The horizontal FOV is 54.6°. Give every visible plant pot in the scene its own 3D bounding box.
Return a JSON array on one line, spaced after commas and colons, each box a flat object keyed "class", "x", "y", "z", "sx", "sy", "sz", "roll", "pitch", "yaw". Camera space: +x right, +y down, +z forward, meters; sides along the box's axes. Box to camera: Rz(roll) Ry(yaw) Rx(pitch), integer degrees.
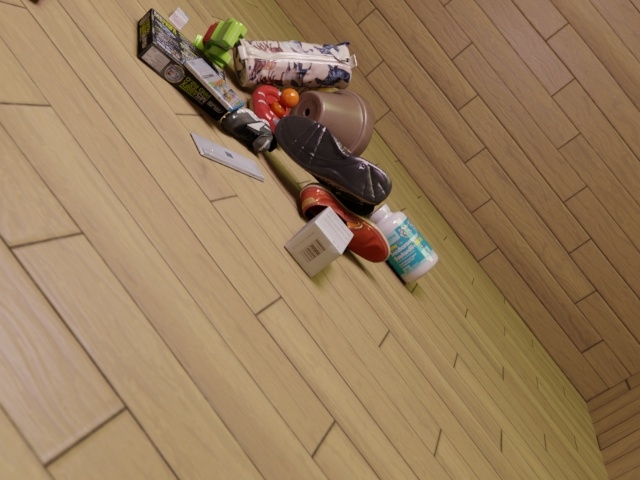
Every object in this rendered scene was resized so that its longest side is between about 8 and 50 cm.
[{"class": "plant pot", "x": 0.019, "y": -0.414, "z": 2.162, "sx": 0.229, "sy": 0.263, "sz": 0.263, "roll": 8, "pitch": 46, "yaw": -51}]

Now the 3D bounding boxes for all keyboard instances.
[{"class": "keyboard", "x": -0.227, "y": -0.206, "z": 1.561, "sx": 0.072, "sy": 0.014, "sz": 0.256, "roll": 55, "pitch": 18, "yaw": 26}]

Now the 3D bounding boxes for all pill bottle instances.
[{"class": "pill bottle", "x": 0.268, "y": 0.005, "z": 2.108, "sx": 0.264, "sy": 0.146, "sz": 0.146, "roll": 50, "pitch": 19, "yaw": -2}]

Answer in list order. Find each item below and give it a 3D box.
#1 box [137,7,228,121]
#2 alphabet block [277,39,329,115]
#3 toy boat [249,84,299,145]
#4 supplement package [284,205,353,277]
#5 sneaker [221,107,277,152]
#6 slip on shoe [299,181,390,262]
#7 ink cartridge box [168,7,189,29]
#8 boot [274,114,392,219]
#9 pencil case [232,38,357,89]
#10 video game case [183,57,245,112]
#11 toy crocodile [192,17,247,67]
[{"class": "box", "x": -0.360, "y": -0.466, "z": 1.650, "sx": 0.270, "sy": 0.060, "sz": 0.216, "roll": 37, "pitch": 23, "yaw": -39}, {"class": "alphabet block", "x": -0.091, "y": -0.598, "z": 2.304, "sx": 0.197, "sy": 0.193, "sz": 0.192, "roll": 52, "pitch": 20, "yaw": -1}, {"class": "toy boat", "x": -0.130, "y": -0.416, "z": 1.944, "sx": 0.151, "sy": 0.151, "sz": 0.231, "roll": 40, "pitch": 22, "yaw": -32}, {"class": "supplement package", "x": 0.000, "y": 0.000, "z": 1.560, "sx": 0.105, "sy": 0.105, "sz": 0.179, "roll": 50, "pitch": 18, "yaw": -4}, {"class": "sneaker", "x": -0.184, "y": -0.296, "z": 1.717, "sx": 0.106, "sy": 0.078, "sz": 0.234, "roll": 54, "pitch": 17, "yaw": 15}, {"class": "slip on shoe", "x": 0.069, "y": -0.031, "z": 1.778, "sx": 0.331, "sy": 0.123, "sz": 0.101, "roll": 39, "pitch": 35, "yaw": -23}, {"class": "ink cartridge box", "x": -0.437, "y": -0.685, "z": 1.917, "sx": 0.048, "sy": 0.028, "sz": 0.083, "roll": 43, "pitch": 21, "yaw": -24}, {"class": "boot", "x": 0.029, "y": -0.199, "z": 1.847, "sx": 0.377, "sy": 0.138, "sz": 0.284, "roll": 31, "pitch": -12, "yaw": 6}, {"class": "pencil case", "x": -0.093, "y": -0.586, "z": 2.056, "sx": 0.409, "sy": 0.183, "sz": 0.160, "roll": -4, "pitch": 78, "yaw": -23}, {"class": "video game case", "x": -0.272, "y": -0.403, "z": 1.605, "sx": 0.166, "sy": 0.015, "sz": 0.119, "roll": 45, "pitch": 20, "yaw": -7}, {"class": "toy crocodile", "x": -0.288, "y": -0.568, "z": 1.759, "sx": 0.105, "sy": 0.115, "sz": 0.340, "roll": 30, "pitch": 1, "yaw": -20}]
